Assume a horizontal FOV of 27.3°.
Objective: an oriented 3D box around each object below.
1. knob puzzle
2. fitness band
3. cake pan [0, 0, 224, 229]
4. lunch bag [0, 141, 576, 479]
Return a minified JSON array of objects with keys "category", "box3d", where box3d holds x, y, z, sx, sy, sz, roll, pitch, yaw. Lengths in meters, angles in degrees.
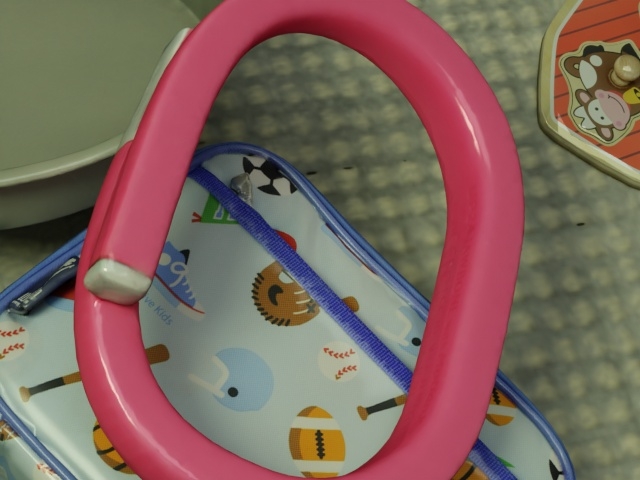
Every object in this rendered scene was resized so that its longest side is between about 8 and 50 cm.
[{"category":"knob puzzle","box3d":[0.235,-0.111,0.907,0.213,0.030,0.213,5,63,-11]},{"category":"fitness band","box3d":[0.000,0.000,0.635,0.209,0.054,0.291,27,59,-18]},{"category":"cake pan","box3d":[-0.184,-0.109,0.738,0.293,0.054,0.293,0,44,0]},{"category":"lunch bag","box3d":[-0.028,0.095,0.695,0.243,0.115,0.303,-38,78,-29]}]
